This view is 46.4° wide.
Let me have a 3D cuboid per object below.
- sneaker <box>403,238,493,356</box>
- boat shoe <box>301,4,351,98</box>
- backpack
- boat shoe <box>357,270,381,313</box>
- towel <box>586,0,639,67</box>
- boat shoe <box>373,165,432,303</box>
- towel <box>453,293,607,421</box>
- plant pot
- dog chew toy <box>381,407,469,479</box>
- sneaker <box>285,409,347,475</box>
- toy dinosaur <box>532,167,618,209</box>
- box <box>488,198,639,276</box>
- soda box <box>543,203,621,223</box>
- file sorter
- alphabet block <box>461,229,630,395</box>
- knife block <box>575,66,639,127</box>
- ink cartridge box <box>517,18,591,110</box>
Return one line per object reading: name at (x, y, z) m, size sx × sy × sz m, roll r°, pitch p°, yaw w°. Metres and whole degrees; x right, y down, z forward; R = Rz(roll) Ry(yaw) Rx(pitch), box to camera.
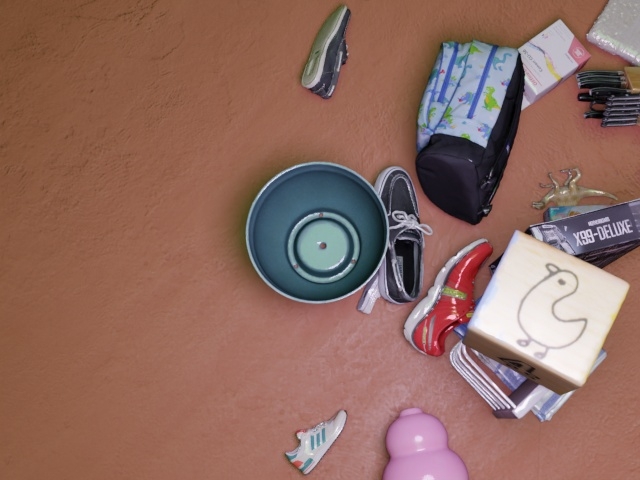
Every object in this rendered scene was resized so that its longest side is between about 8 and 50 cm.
sneaker at (0.298, 0.128, 1.603) m, size 0.118 × 0.107 × 0.279 m, roll 35°, pitch 94°, yaw 28°
boat shoe at (0.027, -0.445, 1.761) m, size 0.079 × 0.084 × 0.233 m, roll 27°, pitch 72°, yaw -30°
backpack at (0.320, -0.263, 1.603) m, size 0.273 × 0.290 × 0.356 m, roll 27°, pitch 75°, yaw 23°
boat shoe at (0.118, 0.117, 1.664) m, size 0.035 × 0.035 × 0.100 m, roll 29°, pitch 78°, yaw -19°
towel at (0.762, -0.536, 1.734) m, size 0.187 × 0.049 × 0.282 m, roll 33°, pitch 84°, yaw 10°
boat shoe at (0.179, -0.017, 1.628) m, size 0.113 × 0.105 × 0.307 m, roll 8°, pitch 80°, yaw -22°
towel at (0.452, 0.220, 1.620) m, size 0.209 × 0.034 × 0.285 m, roll -44°, pitch 80°, yaw -5°
plant pot at (0.000, 0.000, 1.607) m, size 0.292 × 0.196 × 0.293 m, roll -1°, pitch 79°, yaw 4°
dog chew toy at (0.214, 0.506, 1.504) m, size 0.206 × 0.207 × 0.332 m, roll -11°, pitch 71°, yaw 2°
sneaker at (-0.010, 0.418, 1.600) m, size 0.075 × 0.057 × 0.161 m, roll 37°, pitch 87°, yaw 4°
toy dinosaur at (0.561, -0.114, 1.675) m, size 0.183 × 0.053 × 0.093 m, roll -9°, pitch 94°, yaw 9°
box at (0.498, 0.021, 1.501) m, size 0.242 × 0.307 × 0.077 m, roll -14°, pitch 75°, yaw -5°
soda box at (0.590, -0.044, 1.644) m, size 0.183 × 0.063 × 0.058 m, roll -3°, pitch 79°, yaw 3°
file sorter at (0.376, 0.222, 1.467) m, size 0.193 × 0.278 × 0.173 m, roll -42°, pitch 77°, yaw -5°
alphabet block at (0.369, 0.126, 1.254) m, size 0.197 × 0.193 × 0.193 m, roll 26°, pitch 81°, yaw 14°
knife block at (0.717, -0.337, 1.670) m, size 0.275 × 0.088 × 0.242 m, roll -32°, pitch 52°, yaw -27°
ink cartridge box at (0.500, -0.397, 1.713) m, size 0.198 × 0.067 × 0.115 m, roll -36°, pitch 80°, yaw -3°
